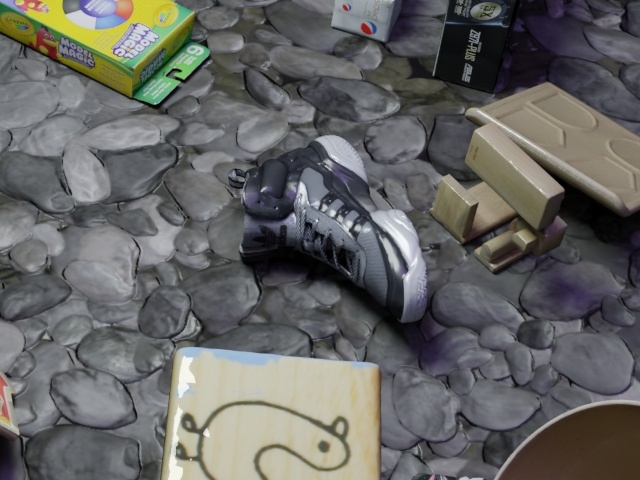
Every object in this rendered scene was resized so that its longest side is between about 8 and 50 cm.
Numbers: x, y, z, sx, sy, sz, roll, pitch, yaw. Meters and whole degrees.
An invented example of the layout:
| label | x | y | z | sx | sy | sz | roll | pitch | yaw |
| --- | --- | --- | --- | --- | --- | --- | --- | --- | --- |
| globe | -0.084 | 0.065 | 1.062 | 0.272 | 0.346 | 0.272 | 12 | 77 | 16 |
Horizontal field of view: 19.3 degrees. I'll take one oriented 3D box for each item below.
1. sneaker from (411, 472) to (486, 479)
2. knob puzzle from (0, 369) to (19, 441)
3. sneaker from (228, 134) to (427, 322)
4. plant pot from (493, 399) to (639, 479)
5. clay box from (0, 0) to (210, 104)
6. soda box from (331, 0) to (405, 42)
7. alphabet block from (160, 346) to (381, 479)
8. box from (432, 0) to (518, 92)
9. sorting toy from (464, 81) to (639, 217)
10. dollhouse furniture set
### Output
| label | x | y | z | sx | sy | sz | roll | pitch | yaw |
| --- | --- | --- | --- | --- | --- | --- | --- | --- | --- |
| sneaker | 0.089 | 0.281 | 1.724 | 0.077 | 0.072 | 0.178 | 13 | 37 | 19 |
| knob puzzle | -0.357 | 0.090 | 1.765 | 0.213 | 0.030 | 0.213 | 40 | 9 | -8 |
| sneaker | 0.000 | 0.000 | 1.948 | 0.153 | 0.101 | 0.268 | -13 | 44 | -20 |
| plant pot | 0.294 | 0.296 | 1.626 | 0.191 | 0.284 | 0.284 | 22 | 32 | -43 |
| clay box | -0.247 | -0.247 | 2.170 | 0.222 | 0.053 | 0.127 | 26 | 48 | 16 |
| soda box | 0.080 | -0.339 | 2.304 | 0.074 | 0.069 | 0.216 | 17 | 46 | 6 |
| alphabet block | -0.050 | 0.232 | 1.649 | 0.192 | 0.193 | 0.197 | 4 | 46 | -4 |
| box | 0.198 | -0.291 | 2.224 | 0.077 | 0.147 | 0.180 | 16 | 45 | 5 |
| sorting toy | 0.325 | -0.073 | 2.070 | 0.307 | 0.041 | 0.229 | 34 | 27 | 22 |
| dollhouse furniture set | 0.220 | -0.059 | 2.004 | 0.123 | 0.151 | 0.144 | -26 | 58 | -31 |
